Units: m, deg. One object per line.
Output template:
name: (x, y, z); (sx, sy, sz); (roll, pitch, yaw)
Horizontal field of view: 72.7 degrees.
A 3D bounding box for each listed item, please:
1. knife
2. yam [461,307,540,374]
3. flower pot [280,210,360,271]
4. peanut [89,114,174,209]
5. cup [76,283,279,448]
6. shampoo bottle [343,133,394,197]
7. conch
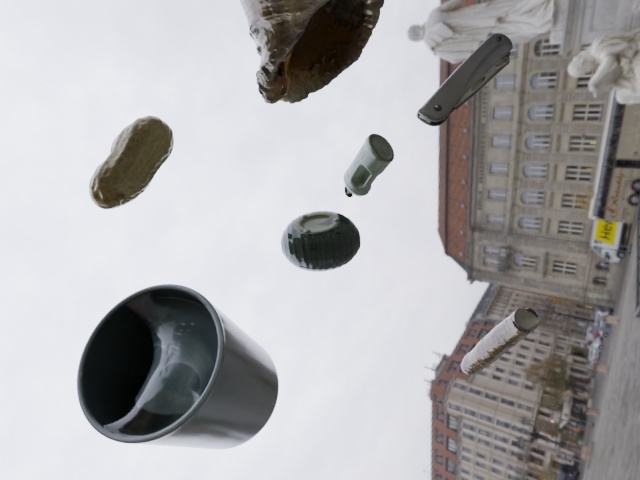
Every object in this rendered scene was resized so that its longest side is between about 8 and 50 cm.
knife: (0.309, -0.334, 0.910); (0.265, 0.073, 0.040); (-44, -16, -11)
yam: (0.318, 0.193, 0.798); (0.046, 0.046, 0.263); (-58, -13, -30)
flower pot: (0.000, 0.000, 1.329); (0.189, 0.244, 0.157); (-97, -2, -46)
peanut: (-0.553, -0.226, 1.268); (0.312, 0.152, 0.152); (-63, -36, -12)
cup: (-0.191, 0.221, 0.689); (0.205, 0.206, 0.312); (-65, -23, -22)
shampoo bottle: (0.140, -0.221, 1.401); (0.087, 0.234, 0.118); (-2, -122, -29)
conch: (-0.035, -0.452, 0.836); (0.298, 0.352, 0.209); (-4, -121, -35)
